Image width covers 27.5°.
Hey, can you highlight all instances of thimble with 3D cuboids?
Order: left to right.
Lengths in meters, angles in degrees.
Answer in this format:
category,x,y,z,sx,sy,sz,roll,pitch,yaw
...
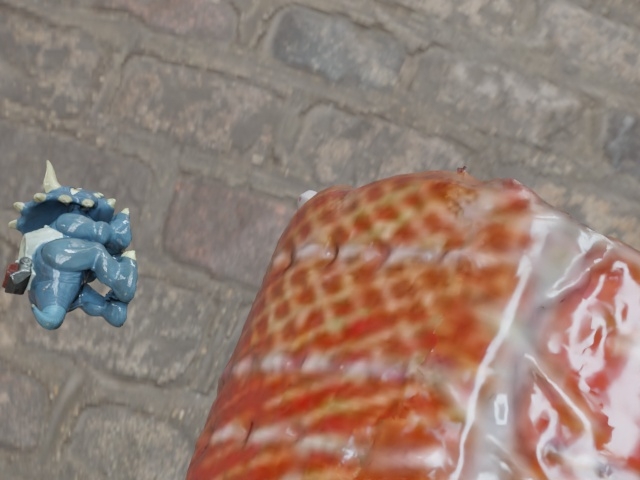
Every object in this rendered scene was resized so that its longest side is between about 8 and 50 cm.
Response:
category,x,y,z,sx,sy,sz,roll,pitch,yaw
thimble,0.093,0.138,0.741,0.350,0.350,0.230,25,70,1

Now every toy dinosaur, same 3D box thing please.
category,x,y,z,sx,sy,sz,roll,pitch,yaw
toy dinosaur,-0.096,0.006,0.493,0.047,0.030,0.083,9,38,-20

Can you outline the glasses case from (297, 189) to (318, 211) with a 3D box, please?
category,x,y,z,sx,sy,sz,roll,pitch,yaw
glasses case,0.000,0.000,0.954,0.021,0.083,0.032,-32,46,-26
